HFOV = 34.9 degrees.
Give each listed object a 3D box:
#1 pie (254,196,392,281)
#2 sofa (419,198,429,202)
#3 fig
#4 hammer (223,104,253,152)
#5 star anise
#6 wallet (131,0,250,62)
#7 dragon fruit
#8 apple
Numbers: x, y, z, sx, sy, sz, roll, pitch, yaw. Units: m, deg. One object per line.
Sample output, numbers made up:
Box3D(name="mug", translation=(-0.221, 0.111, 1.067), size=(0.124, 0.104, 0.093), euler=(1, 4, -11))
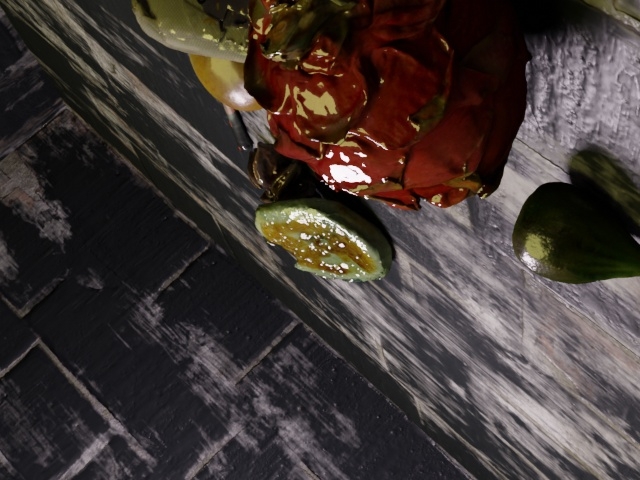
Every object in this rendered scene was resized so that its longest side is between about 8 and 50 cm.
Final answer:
Box3D(name="pie", translation=(0.005, -0.001, 2.020), size=(0.302, 0.067, 0.302), euler=(21, 156, 10))
Box3D(name="sofa", translation=(0.153, -0.106, 1.240), size=(0.085, 0.147, 0.060), euler=(40, 162, 30))
Box3D(name="fig", translation=(0.316, 0.004, 1.194), size=(0.177, 0.117, 0.117), euler=(21, 161, 11))
Box3D(name="hammer", translation=(-0.184, -0.264, 2.095), size=(0.111, 0.033, 0.287), euler=(39, 166, 25))
Box3D(name="star anise", translation=(-0.069, -0.108, 2.094), size=(0.236, 0.093, 0.229), euler=(47, 162, -19))
Box3D(name="wallet", translation=(-0.121, -0.346, 1.154), size=(0.335, 0.068, 0.274), euler=(15, 112, 33))
Box3D(name="dragon fruit", translation=(0.072, -0.175, 1.018), size=(0.277, 0.277, 0.342), euler=(36, -171, 38))
Box3D(name="apple", translation=(-0.105, -0.284, 1.477), size=(0.182, 0.182, 0.155), euler=(49, 159, -12))
